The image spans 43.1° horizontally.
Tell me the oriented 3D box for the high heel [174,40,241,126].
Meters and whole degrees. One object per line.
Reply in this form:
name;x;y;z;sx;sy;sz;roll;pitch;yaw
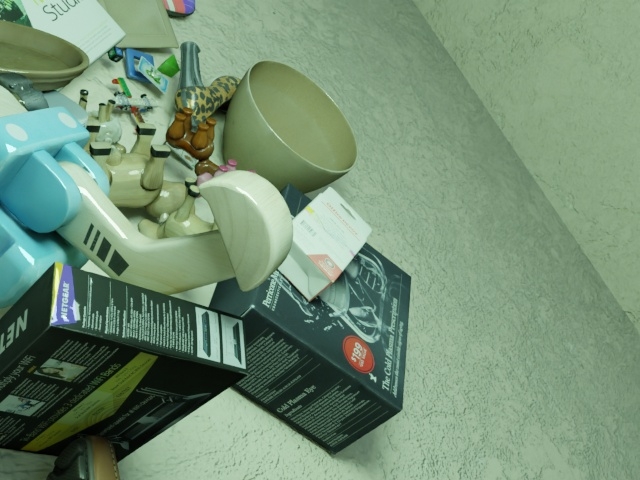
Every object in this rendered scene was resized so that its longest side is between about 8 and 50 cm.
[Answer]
high heel;-0.213;-0.263;1.666;0.261;0.093;0.186;41;39;-54

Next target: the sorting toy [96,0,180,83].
sorting toy;-0.398;-0.475;1.670;0.196;0.047;0.348;-13;81;-50

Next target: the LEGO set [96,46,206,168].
LEGO set;-0.332;-0.260;1.576;0.244;0.060;0.182;43;31;-32

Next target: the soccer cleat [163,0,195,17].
soccer cleat;-0.395;-0.605;1.769;0.318;0.116;0.109;28;38;-30

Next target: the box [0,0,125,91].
box;-0.520;-0.417;1.395;0.322;0.058;0.232;48;46;-17

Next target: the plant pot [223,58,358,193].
plant pot;-0.089;-0.197;1.651;0.284;0.191;0.284;31;36;-26

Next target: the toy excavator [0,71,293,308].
toy excavator;-0.310;-0.025;0.979;0.445;0.433;0.222;46;21;-2

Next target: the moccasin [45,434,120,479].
moccasin;-0.223;0.409;0.919;0.147;0.139;0.380;6;52;-48

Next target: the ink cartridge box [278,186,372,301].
ink cartridge box;0.000;0.000;1.342;0.115;0.067;0.198;47;34;-2

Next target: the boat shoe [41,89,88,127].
boat shoe;-0.478;-0.181;1.231;0.367;0.157;0.135;33;27;32

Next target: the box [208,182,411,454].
box;-0.017;0.130;1.415;0.312;0.179;0.343;36;34;-18

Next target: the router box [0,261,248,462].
router box;-0.273;0.162;0.954;0.242;0.309;0.081;22;45;-37

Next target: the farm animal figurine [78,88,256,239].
farm animal figurine;-0.278;-0.083;1.333;0.326;0.172;0.330;10;33;-21

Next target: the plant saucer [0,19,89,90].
plant saucer;-0.483;-0.276;1.186;0.277;0.041;0.278;13;23;-6
